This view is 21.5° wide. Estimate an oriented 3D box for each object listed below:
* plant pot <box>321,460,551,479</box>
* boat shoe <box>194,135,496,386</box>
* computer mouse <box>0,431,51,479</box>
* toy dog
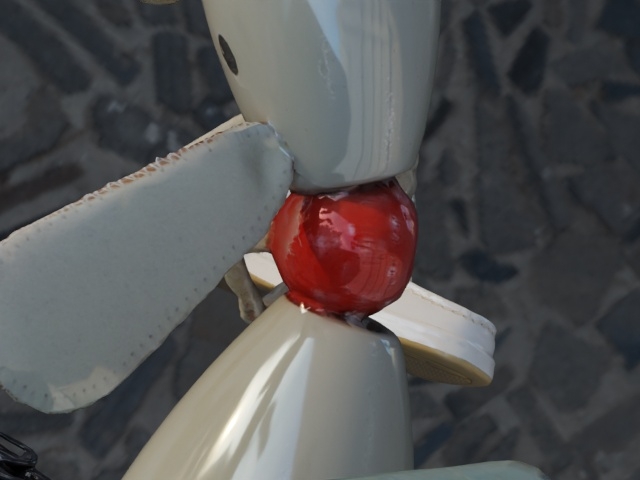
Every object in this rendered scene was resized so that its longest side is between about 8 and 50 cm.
[{"bbox_3d":[-0.082,0.193,0.272,0.252,0.248,0.247,11,50,-46],"label":"plant pot"},{"bbox_3d":[0.000,0.000,0.995,0.096,0.277,0.098,-59,144,-9],"label":"boat shoe"},{"bbox_3d":[-0.299,0.128,1.036,0.188,0.072,0.272,38,9,27],"label":"computer mouse"},{"bbox_3d":[-0.051,0.056,0.510,0.161,0.220,0.334,3,77,1],"label":"toy dog"}]
